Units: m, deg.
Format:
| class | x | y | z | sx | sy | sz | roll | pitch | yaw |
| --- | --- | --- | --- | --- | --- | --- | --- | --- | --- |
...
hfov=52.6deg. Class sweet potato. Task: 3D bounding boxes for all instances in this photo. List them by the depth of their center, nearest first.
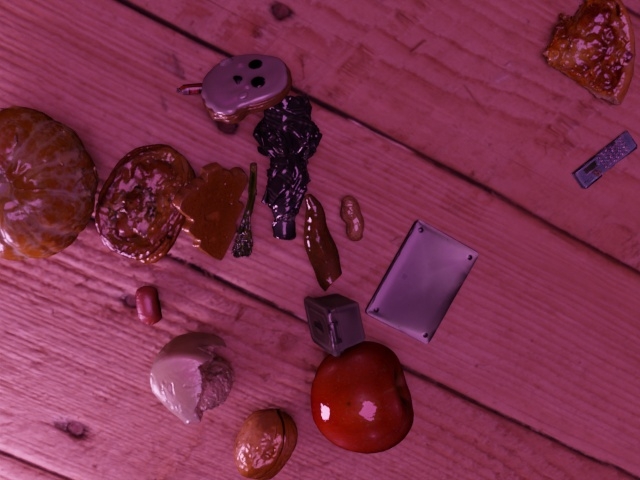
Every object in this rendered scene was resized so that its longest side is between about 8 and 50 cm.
| class | x | y | z | sx | sy | sz | roll | pitch | yaw |
| --- | --- | --- | --- | --- | --- | --- | --- | --- | --- |
| sweet potato | 0.000 | 0.000 | 1.534 | 0.077 | 0.077 | 0.244 | -15 | 108 | -3 |

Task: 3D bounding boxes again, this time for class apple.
| class | x | y | z | sx | sy | sz | roll | pitch | yaw |
| --- | --- | --- | --- | --- | --- | --- | --- | --- | --- |
| apple | 0.095 | 0.364 | 1.512 | 0.216 | 0.260 | 0.261 | -15 | 100 | 16 |

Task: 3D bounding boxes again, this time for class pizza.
| class | x | y | z | sx | sy | sz | roll | pitch | yaw |
| --- | --- | --- | --- | --- | --- | --- | --- | --- | --- |
| pizza | 0.636 | -0.456 | 1.524 | 0.228 | 0.081 | 0.290 | -9 | 101 | -4 |

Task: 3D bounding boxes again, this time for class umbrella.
| class | x | y | z | sx | sy | sz | roll | pitch | yaw |
| --- | --- | --- | --- | --- | --- | --- | --- | --- | --- |
| umbrella | -0.093 | -0.167 | 1.481 | 0.154 | 0.128 | 0.337 | 12 | 100 | -9 |

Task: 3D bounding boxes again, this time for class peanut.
| class | x | y | z | sx | sy | sz | roll | pitch | yaw |
| --- | --- | --- | --- | --- | --- | --- | --- | --- | --- |
| peanut | 0.076 | -0.052 | 1.550 | 0.053 | 0.054 | 0.113 | -16 | 100 | -3 |

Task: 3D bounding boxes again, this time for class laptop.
| class | x | y | z | sx | sy | sz | roll | pitch | yaw |
| --- | --- | --- | --- | --- | --- | --- | --- | --- | --- |
| laptop | 0.253 | 0.106 | 1.606 | 0.187 | 0.015 | 0.269 | 28 | 95 | -9 |

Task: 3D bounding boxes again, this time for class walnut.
| class | x | y | z | sx | sy | sz | roll | pitch | yaw |
| --- | --- | --- | --- | --- | --- | --- | --- | --- | --- |
| walnut | -0.131 | 0.490 | 1.571 | 0.144 | 0.144 | 0.180 | 22 | 93 | -8 |

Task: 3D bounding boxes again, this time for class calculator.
| class | x | y | z | sx | sy | sz | roll | pitch | yaw |
| --- | --- | --- | --- | --- | --- | --- | --- | --- | --- |
| calculator | 0.706 | -0.198 | 1.603 | 0.172 | 0.018 | 0.057 | -38 | 98 | 3 |

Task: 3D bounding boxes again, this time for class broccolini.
| class | x | y | z | sx | sy | sz | roll | pitch | yaw |
| --- | --- | --- | --- | --- | --- | --- | --- | --- | --- |
| broccolini | -0.166 | -0.065 | 1.492 | 0.051 | 0.054 | 0.239 | 15 | 115 | 4 |

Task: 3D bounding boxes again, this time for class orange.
| class | x | y | z | sx | sy | sz | roll | pitch | yaw |
| --- | --- | --- | --- | --- | --- | --- | --- | --- | --- |
| orange | -0.643 | -0.117 | 1.373 | 0.329 | 0.249 | 0.329 | -1 | 94 | -10 |

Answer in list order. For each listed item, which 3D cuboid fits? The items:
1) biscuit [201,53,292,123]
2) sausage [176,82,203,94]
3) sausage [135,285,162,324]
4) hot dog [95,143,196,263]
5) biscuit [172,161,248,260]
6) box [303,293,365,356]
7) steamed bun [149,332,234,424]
| class | x | y | z | sx | sy | sz | roll | pitch | yaw |
| --- | --- | --- | --- | --- | --- | --- | --- | --- | --- |
| biscuit | -0.166 | -0.349 | 1.427 | 0.208 | 0.049 | 0.181 | -24 | 56 | -5 |
| sausage | -0.232 | -0.350 | 1.487 | 0.198 | 0.025 | 0.028 | -5 | 114 | -4 |
| sausage | -0.407 | 0.153 | 1.529 | 0.054 | 0.059 | 0.094 | -10 | 99 | -13 |
| hot dog | -0.391 | -0.084 | 1.466 | 0.196 | 0.122 | 0.272 | 28 | 97 | -2 |
| biscuit | -0.246 | -0.062 | 1.476 | 0.041 | 0.212 | 0.239 | 21 | 124 | 32 |
| box | 0.035 | 0.190 | 1.529 | 0.092 | 0.172 | 0.124 | -16 | 101 | -18 |
| steamed bun | -0.279 | 0.308 | 1.481 | 0.170 | 0.225 | 0.200 | -43 | 98 | 2 |
